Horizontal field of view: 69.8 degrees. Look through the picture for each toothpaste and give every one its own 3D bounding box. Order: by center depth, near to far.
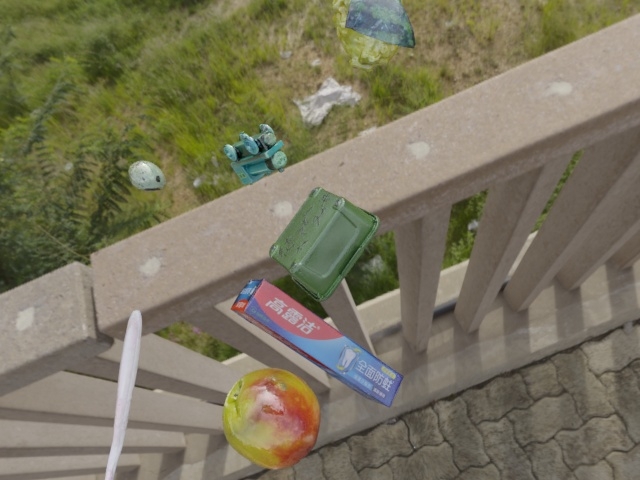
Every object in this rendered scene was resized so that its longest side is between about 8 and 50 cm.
[{"bbox_3d":[0.000,0.177,0.783,0.320,0.076,0.066,37,69,-19],"label":"toothpaste"}]

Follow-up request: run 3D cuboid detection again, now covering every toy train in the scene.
[{"bbox_3d":[-0.244,-0.323,1.761,0.298,0.194,0.120,-1,38,52],"label":"toy train"}]

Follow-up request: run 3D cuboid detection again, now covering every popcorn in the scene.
[{"bbox_3d":[0.158,-0.686,1.444,0.235,0.250,0.242,-27,25,27],"label":"popcorn"}]

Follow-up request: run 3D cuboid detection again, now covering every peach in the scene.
[{"bbox_3d":[-0.113,0.416,1.086,0.230,0.231,0.231,-4,65,10],"label":"peach"}]

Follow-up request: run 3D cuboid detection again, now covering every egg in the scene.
[{"bbox_3d":[-0.506,-0.185,1.341,0.085,0.110,0.085,-29,42,30],"label":"egg"}]

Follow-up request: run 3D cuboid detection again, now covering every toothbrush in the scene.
[{"bbox_3d":[-0.276,0.252,0.640,0.025,0.029,0.307,2,80,17],"label":"toothbrush"}]

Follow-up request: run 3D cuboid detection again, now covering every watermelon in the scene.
[{"bbox_3d":[0.168,-0.579,1.185,0.207,0.136,0.202,30,31,-12],"label":"watermelon"}]

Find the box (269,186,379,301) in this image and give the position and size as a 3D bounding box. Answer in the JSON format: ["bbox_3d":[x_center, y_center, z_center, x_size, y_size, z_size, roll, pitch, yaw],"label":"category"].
[{"bbox_3d":[0.000,0.000,1.466,0.329,0.177,0.252,-56,36,-2],"label":"box"}]
